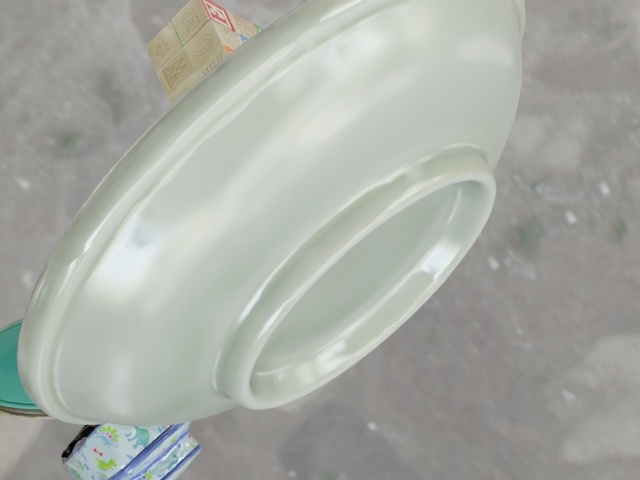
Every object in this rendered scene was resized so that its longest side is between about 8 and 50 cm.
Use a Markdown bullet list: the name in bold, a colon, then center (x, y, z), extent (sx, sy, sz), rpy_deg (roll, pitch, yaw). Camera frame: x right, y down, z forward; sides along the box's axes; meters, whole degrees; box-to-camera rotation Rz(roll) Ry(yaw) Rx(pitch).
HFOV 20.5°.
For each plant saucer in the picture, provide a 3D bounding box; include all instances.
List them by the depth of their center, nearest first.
- **plant saucer**: center (0.000, 0.000, 1.106), extent (0.400, 0.400, 0.100), rpy_deg (-43, 71, 2)

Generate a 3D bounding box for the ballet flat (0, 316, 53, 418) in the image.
- **ballet flat**: center (-0.173, 0.104, 1.634), extent (0.316, 0.106, 0.107), rpy_deg (-14, 71, 22)

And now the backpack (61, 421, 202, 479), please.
- **backpack**: center (-0.150, 0.168, 1.470), extent (0.084, 0.114, 0.105), rpy_deg (47, 61, 4)

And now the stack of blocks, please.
- **stack of blocks**: center (-0.051, -0.101, 1.812), extent (0.087, 0.171, 0.297), rpy_deg (-43, 50, 21)
